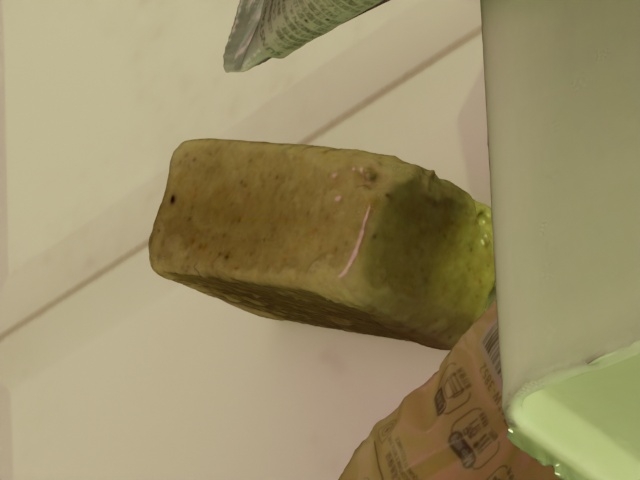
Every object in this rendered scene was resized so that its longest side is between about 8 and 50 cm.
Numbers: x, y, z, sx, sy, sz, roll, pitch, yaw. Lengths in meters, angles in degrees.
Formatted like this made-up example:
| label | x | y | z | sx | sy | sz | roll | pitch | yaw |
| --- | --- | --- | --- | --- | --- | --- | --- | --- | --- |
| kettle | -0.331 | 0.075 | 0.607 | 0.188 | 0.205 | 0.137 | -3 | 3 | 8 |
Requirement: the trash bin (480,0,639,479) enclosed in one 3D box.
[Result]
| label | x | y | z | sx | sy | sz | roll | pitch | yaw |
| --- | --- | --- | --- | --- | --- | --- | --- | --- | --- |
| trash bin | 0.172 | -0.068 | 0.670 | 0.296 | 0.256 | 0.368 | -24 | 43 | 35 |

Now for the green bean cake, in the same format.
| label | x | y | z | sx | sy | sz | roll | pitch | yaw |
| --- | --- | --- | --- | --- | --- | --- | --- | --- | --- |
| green bean cake | 0.000 | 0.000 | 0.968 | 0.179 | 0.109 | 0.085 | 6 | 75 | 48 |

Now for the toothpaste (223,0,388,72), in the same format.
| label | x | y | z | sx | sy | sz | roll | pitch | yaw |
| --- | --- | --- | --- | --- | --- | --- | --- | --- | --- |
| toothpaste | 0.047 | -0.137 | 0.631 | 0.299 | 0.073 | 0.114 | -13 | 59 | 61 |

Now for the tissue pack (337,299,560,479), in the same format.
| label | x | y | z | sx | sy | sz | roll | pitch | yaw |
| --- | --- | --- | --- | --- | --- | --- | --- | --- | --- |
| tissue pack | 0.121 | 0.149 | 0.763 | 0.215 | 0.123 | 0.257 | -51 | 42 | 19 |
